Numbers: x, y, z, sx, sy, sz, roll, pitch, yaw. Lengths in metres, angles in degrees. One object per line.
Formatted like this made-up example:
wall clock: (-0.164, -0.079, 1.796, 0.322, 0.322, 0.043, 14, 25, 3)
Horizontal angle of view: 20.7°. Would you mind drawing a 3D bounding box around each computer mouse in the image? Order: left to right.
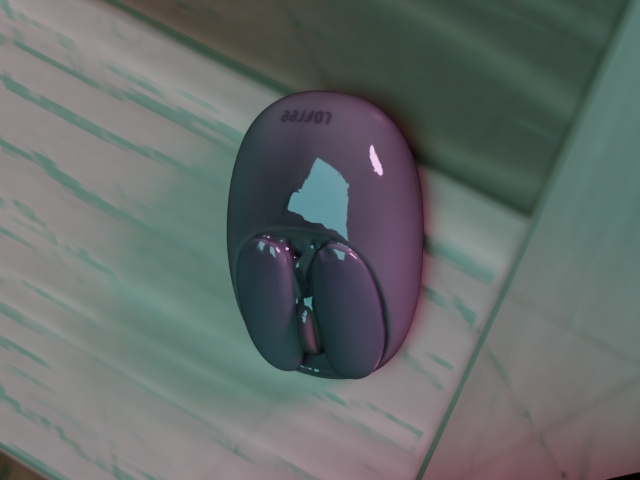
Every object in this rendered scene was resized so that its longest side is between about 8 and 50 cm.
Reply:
computer mouse: (-0.001, 0.000, 0.565, 0.066, 0.039, 0.096, 6, 100, 22)

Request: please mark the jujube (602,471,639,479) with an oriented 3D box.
jujube: (0.029, 0.166, 0.492, 0.290, 0.197, 0.197, -28, 86, 17)
